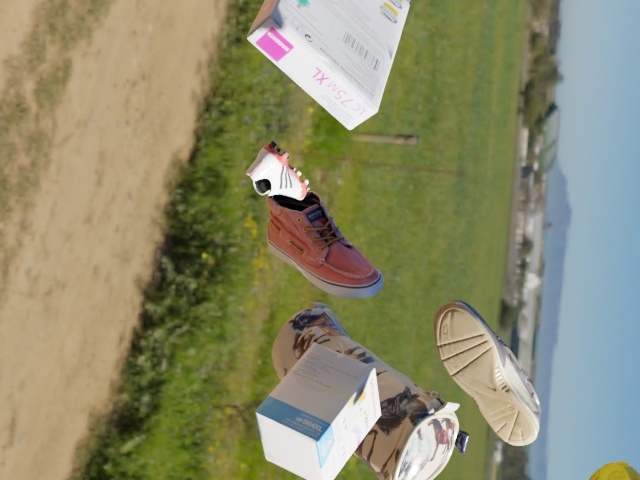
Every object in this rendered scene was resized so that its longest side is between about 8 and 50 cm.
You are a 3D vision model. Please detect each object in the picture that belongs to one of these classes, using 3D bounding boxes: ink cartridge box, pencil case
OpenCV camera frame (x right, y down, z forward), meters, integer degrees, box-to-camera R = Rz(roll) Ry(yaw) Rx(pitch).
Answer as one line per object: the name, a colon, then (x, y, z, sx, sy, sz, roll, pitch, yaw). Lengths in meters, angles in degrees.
ink cartridge box: (0.005, 0.198, 1.151, 0.143, 0.090, 0.092, -47, 144, -36)
ink cartridge box: (0.024, -0.311, 1.316, 0.186, 0.065, 0.311, 40, 45, -21)
pencil case: (0.073, 0.267, 1.739, 0.160, 0.410, 0.183, 33, 92, -46)

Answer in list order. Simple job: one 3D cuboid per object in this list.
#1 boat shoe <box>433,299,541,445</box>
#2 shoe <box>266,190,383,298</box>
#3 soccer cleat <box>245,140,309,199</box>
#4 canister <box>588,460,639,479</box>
boat shoe: (0.296, 0.223, 1.708, 0.285, 0.103, 0.092, 56, 32, -4)
shoe: (0.000, 0.000, 1.144, 0.063, 0.178, 0.081, -31, 133, -33)
soccer cleat: (-0.034, -0.047, 0.751, 0.035, 0.029, 0.083, -46, 158, -4)
canister: (0.428, 0.358, 1.224, 0.073, 0.170, 0.126, -49, -147, 30)
